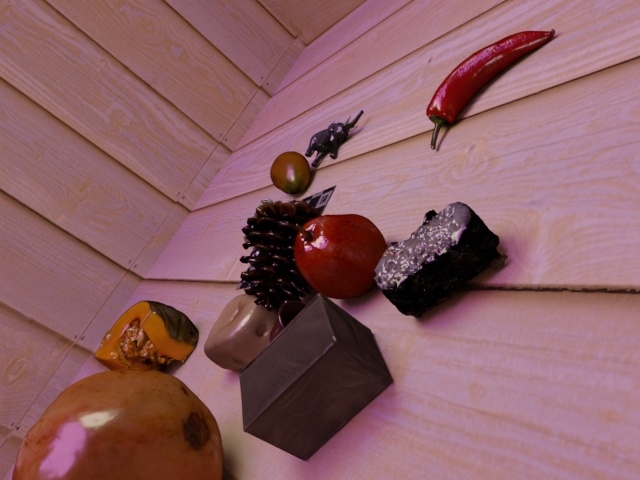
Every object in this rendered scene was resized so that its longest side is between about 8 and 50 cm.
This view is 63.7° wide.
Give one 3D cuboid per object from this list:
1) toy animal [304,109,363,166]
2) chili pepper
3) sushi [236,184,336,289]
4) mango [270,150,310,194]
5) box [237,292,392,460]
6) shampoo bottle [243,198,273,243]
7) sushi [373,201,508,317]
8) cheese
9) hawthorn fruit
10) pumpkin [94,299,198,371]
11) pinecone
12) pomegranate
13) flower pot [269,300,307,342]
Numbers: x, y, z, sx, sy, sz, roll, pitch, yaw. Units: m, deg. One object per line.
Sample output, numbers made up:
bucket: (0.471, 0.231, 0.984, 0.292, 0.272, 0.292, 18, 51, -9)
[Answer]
toy animal: (0.040, -0.351, 1.797, 0.270, 0.082, 0.137, -24, 36, 48)
chili pepper: (0.372, -0.387, 1.244, 0.368, 0.092, 0.137, -46, 35, 17)
sushi: (-0.138, -0.022, 1.661, 0.343, 0.064, 0.359, -17, 41, 53)
mango: (-0.104, -0.245, 1.859, 0.151, 0.121, 0.221, -60, 30, 4)
box: (-0.014, 0.247, 0.931, 0.231, 0.155, 0.149, -45, 27, 11)
shampoo bottle: (-0.222, -0.075, 1.891, 0.065, 0.065, 0.204, -28, 32, 43)
sushi: (0.200, 0.033, 0.901, 0.212, 0.115, 0.147, -42, 28, 16)
cheese: (-0.200, 0.229, 1.340, 0.235, 0.117, 0.217, -38, 24, 21)
hawthorn fruit: (0.026, 0.020, 1.099, 0.197, 0.226, 0.196, -32, 43, 34)
pumpkin: (-0.577, 0.350, 1.735, 0.303, 0.225, 0.256, -48, 27, -7)
pinecone: (-0.095, 0.040, 1.275, 0.246, 0.246, 0.291, -22, 41, 49)
pomegranate: (-0.401, 0.456, 1.031, 0.411, 0.412, 0.411, -40, 25, 24)
flower pot: (-0.064, 0.206, 1.162, 0.089, 0.111, 0.111, -54, 18, 35)
